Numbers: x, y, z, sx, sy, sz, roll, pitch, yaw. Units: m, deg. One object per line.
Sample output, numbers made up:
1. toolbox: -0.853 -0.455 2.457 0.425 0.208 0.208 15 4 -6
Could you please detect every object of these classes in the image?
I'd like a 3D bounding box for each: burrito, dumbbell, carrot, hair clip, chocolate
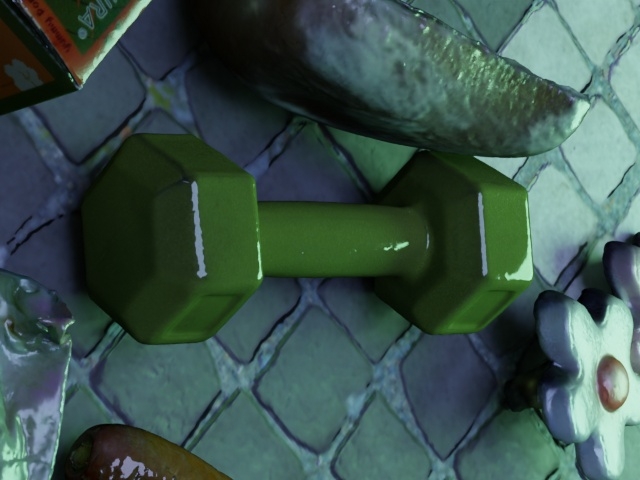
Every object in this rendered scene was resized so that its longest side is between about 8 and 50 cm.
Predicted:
1. burrito: -0.199 0.115 0.863 0.144 0.089 0.229 29 66 -50
2. dumbbell: 0.000 0.000 1.035 0.302 0.121 0.108 1 54 -40
3. carrot: -0.051 0.171 1.002 0.248 0.059 0.059 33 63 -35
4. hair clip: 0.217 0.081 1.237 0.257 0.075 0.146 -28 97 -44
5. chocolate: 0.035 -0.103 1.063 0.254 0.157 0.080 19 92 -36

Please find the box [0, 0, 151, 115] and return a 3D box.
1. box: -0.164 -0.194 0.896 0.177 0.148 0.195 51 55 -25
